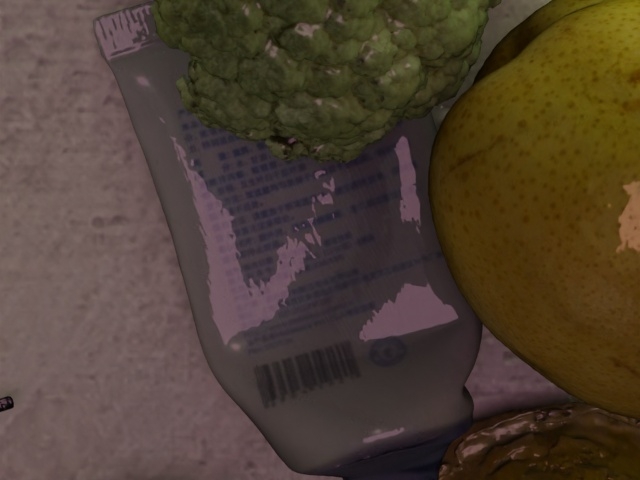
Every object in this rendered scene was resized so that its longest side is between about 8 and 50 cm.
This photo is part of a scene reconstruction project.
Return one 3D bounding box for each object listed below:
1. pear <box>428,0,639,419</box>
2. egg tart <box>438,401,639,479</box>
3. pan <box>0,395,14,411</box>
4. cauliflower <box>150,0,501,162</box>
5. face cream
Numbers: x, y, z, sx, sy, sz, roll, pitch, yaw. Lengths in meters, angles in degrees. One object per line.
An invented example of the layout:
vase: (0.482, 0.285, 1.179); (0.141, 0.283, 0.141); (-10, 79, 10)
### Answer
pear: (0.233, -0.029, 1.120); (0.314, 0.314, 0.314); (-1, 100, -3)
egg tart: (0.193, 0.281, 1.252); (0.315, 0.120, 0.315); (0, 99, -3)
pan: (-0.293, 0.141, 1.249); (0.115, 0.023, 0.068); (-16, 100, 3)
cauliflower: (-0.003, -0.200, 1.098); (0.275, 0.250, 0.272); (-37, 138, 1)
face cream: (0.000, 0.000, 1.204); (0.234, 0.137, 0.420); (-17, 92, -1)
